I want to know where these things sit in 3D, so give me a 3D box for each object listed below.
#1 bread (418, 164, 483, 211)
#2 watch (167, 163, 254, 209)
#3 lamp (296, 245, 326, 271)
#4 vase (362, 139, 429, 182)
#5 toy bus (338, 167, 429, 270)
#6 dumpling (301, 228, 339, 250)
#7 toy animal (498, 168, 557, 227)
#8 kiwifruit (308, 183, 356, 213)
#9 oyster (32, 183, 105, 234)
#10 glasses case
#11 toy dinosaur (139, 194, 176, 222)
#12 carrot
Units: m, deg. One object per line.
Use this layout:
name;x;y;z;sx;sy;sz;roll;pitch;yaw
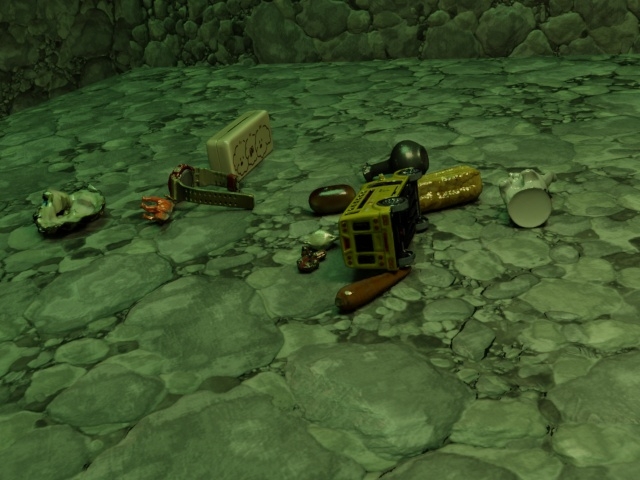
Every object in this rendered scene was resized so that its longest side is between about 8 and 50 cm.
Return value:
bread;0.297;-0.129;1.789;0.210;0.084;0.114;-12;20;-10
watch;-0.292;-0.146;1.996;0.268;0.102;0.165;8;25;11
lamp;-0.026;0.042;1.578;0.063;0.031;0.083;2;31;21
vase;0.202;-0.206;1.963;0.182;0.120;0.120;-11;21;26
toy bus;0.144;-0.055;1.577;0.151;0.145;0.331;-4;19;18
dumpling;0.001;0.002;1.650;0.076;0.057;0.052;-39;70;-7
toy animal;0.487;-0.129;1.692;0.103;0.131;0.221;-44;7;28
kiwifruit;0.031;-0.107;1.830;0.124;0.075;0.075;-13;25;-1
oyster;-0.697;-0.085;1.979;0.198;0.092;0.259;-18;36;-22
glasses case;-0.245;-0.296;2.232;0.076;0.144;0.336;1;27;19
toy dinosaur;-0.439;-0.090;1.946;0.101;0.055;0.280;15;21;-18
carrot;0.113;0.088;1.431;0.216;0.048;0.048;-21;28;-37
